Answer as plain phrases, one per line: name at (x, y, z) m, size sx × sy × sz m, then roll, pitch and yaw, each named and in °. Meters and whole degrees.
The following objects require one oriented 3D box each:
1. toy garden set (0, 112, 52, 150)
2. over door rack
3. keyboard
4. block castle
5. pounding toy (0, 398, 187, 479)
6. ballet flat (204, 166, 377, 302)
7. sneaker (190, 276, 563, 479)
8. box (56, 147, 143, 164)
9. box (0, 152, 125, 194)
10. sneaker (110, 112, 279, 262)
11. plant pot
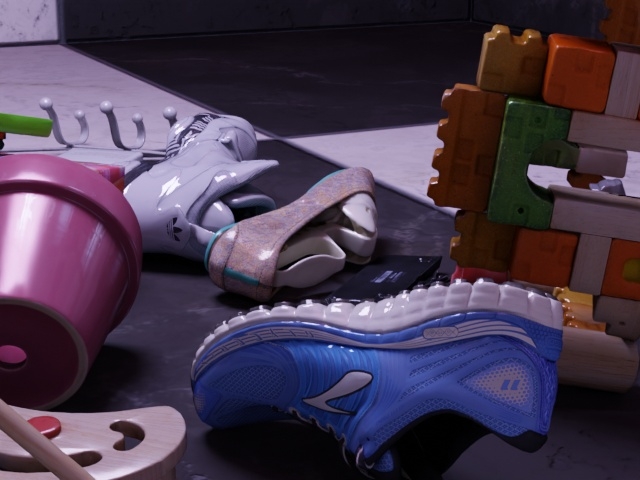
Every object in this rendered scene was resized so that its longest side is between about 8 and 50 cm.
toy garden set at (-0.456, -0.132, 1.396) m, size 0.204 × 0.049 × 0.244 m, roll 5°, pitch 4°, yaw -37°
over door rack at (-0.349, -0.155, 1.866) m, size 0.240 × 0.108 × 0.324 m, roll 6°, pitch 18°, yaw 19°
keyboard at (0.087, 0.050, 1.360) m, size 0.108 × 0.023 × 0.180 m, roll 1°, pitch 17°, yaw 24°
block castle at (0.210, -0.102, 1.144) m, size 0.213 × 0.453 × 0.303 m, roll 9°, pitch 18°, yaw 1°
pounding toy at (-0.177, 0.139, 0.824) m, size 0.270 × 0.154 × 0.154 m, roll 12°, pitch 25°, yaw 32°
ballet flat at (0.000, 0.000, 1.413) m, size 0.106 × 0.107 × 0.316 m, roll 25°, pitch 34°, yaw 29°
sneaker at (0.028, 0.123, 0.922) m, size 0.330 × 0.147 × 0.130 m, roll -12°, pitch -21°, yaw 37°
box at (-0.290, -0.062, 1.572) m, size 0.101 × 0.102 × 0.087 m, roll 4°, pitch 15°, yaw 10°
box at (-0.385, -0.025, 1.339) m, size 0.300 × 0.142 × 0.154 m, roll 7°, pitch 7°, yaw 19°
sneaker at (-0.123, -0.063, 1.539) m, size 0.210 × 0.137 × 0.366 m, roll 9°, pitch 24°, yaw 24°
plant pot at (-0.263, 0.050, 1.086) m, size 0.201 × 0.201 × 0.180 m, roll -1°, pitch 33°, yaw -5°
